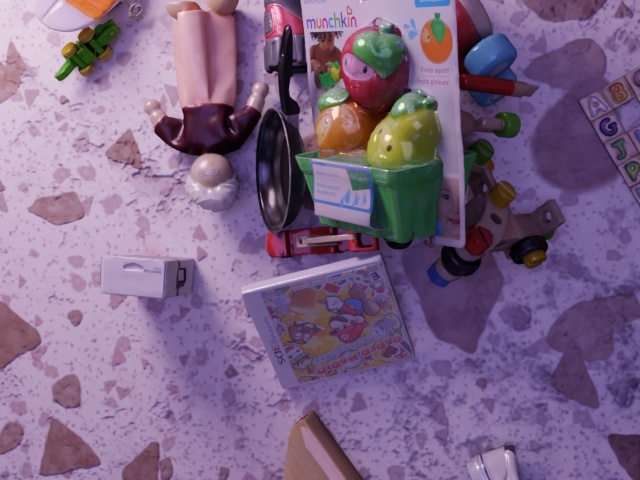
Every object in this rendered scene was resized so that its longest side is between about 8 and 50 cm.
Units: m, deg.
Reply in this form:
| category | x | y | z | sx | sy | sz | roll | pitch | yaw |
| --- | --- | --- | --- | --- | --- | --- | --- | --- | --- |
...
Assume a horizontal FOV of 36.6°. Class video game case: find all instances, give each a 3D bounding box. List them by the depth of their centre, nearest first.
| category | x | y | z | sx | sy | sz | roll | pitch | yaw |
| --- | --- | --- | --- | --- | --- | --- | --- | --- | --- |
| video game case | 0.015 | 0.131 | 1.526 | 0.227 | 0.026 | 0.206 | -15 | 121 | 10 |

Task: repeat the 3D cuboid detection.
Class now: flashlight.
| category | x | y | z | sx | sy | sz | roll | pitch | yaw |
| --- | --- | --- | --- | --- | --- | --- | --- | --- | --- |
| flashlight | -0.045 | -0.421 | 1.556 | 0.103 | 0.103 | 0.304 | -2 | 86 | 15 |

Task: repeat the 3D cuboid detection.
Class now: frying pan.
| category | x | y | z | sx | sy | sz | roll | pitch | yaw |
| --- | --- | --- | --- | --- | --- | --- | --- | --- | --- |
| frying pan | -0.062 | -0.172 | 1.506 | 0.053 | 0.197 | 0.326 | -2 | 104 | -19 |

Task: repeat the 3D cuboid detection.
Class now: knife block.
| category | x | y | z | sx | sy | sz | roll | pitch | yaw |
| --- | --- | --- | --- | --- | --- | --- | --- | --- | --- |
| knife block | 0.056 | 0.430 | 1.543 | 0.242 | 0.088 | 0.275 | 9 | 91 | 9 |

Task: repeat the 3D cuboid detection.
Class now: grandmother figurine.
| category | x | y | z | sx | sy | sz | roll | pitch | yaw |
| --- | --- | --- | --- | --- | --- | --- | --- | --- | --- |
| grandmother figurine | -0.189 | -0.215 | 1.579 | 0.208 | 0.104 | 0.342 | -7 | 87 | 19 |

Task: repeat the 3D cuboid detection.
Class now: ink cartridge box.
| category | x | y | z | sx | sy | sz | roll | pitch | yaw |
| --- | --- | --- | --- | --- | --- | --- | --- | --- | --- |
| ink cartridge box | -0.278 | 0.057 | 1.567 | 0.109 | 0.150 | 0.063 | 4 | 91 | 10 |

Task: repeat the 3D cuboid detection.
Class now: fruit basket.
| category | x | y | z | sx | sy | sz | roll | pitch | yaw |
| --- | --- | --- | --- | --- | --- | --- | --- | --- | --- |
| fruit basket | 0.069 | -0.179 | 1.315 | 0.165 | 0.327 | 0.353 | -22 | 112 | -31 |

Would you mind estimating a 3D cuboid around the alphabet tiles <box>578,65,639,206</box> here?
| category | x | y | z | sx | sy | sz | roll | pitch | yaw |
| --- | --- | --- | --- | --- | --- | --- | --- | --- | --- |
| alphabet tiles | 0.552 | -0.190 | 1.491 | 0.237 | 0.009 | 0.198 | -30 | 85 | 9 |

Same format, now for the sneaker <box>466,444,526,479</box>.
| category | x | y | z | sx | sy | sz | roll | pitch | yaw |
| --- | --- | --- | --- | --- | --- | --- | --- | --- | --- |
| sneaker | 0.323 | 0.439 | 1.492 | 0.091 | 0.094 | 0.258 | -30 | 85 | 13 |

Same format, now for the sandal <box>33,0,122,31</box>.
| category | x | y | z | sx | sy | sz | roll | pitch | yaw |
| --- | --- | --- | --- | --- | --- | --- | --- | --- | --- |
| sandal | -0.359 | -0.436 | 1.624 | 0.102 | 0.076 | 0.265 | 45 | 76 | -2 |

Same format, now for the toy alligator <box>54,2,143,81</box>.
| category | x | y | z | sx | sy | sz | roll | pitch | yaw |
| --- | --- | --- | --- | --- | --- | --- | --- | --- | --- |
| toy alligator | -0.378 | -0.341 | 1.637 | 0.190 | 0.056 | 0.051 | -41 | 41 | 3 |

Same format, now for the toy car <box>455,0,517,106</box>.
| category | x | y | z | sx | sy | sz | roll | pitch | yaw |
| --- | --- | --- | --- | --- | --- | --- | --- | --- | --- |
| toy car | 0.136 | -0.272 | 1.454 | 0.238 | 0.210 | 0.219 | -35 | 75 | 3 |

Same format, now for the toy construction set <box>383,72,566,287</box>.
| category | x | y | z | sx | sy | sz | roll | pitch | yaw |
| --- | --- | --- | --- | --- | --- | --- | --- | --- | --- |
| toy construction set | 0.257 | -0.090 | 1.446 | 0.257 | 0.237 | 0.309 | 53 | 133 | 45 |

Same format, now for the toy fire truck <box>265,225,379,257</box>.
| category | x | y | z | sx | sy | sz | roll | pitch | yaw |
| --- | --- | --- | --- | --- | --- | --- | --- | --- | --- |
| toy fire truck | 0.000 | 0.000 | 1.525 | 0.192 | 0.135 | 0.047 | -5 | 89 | 9 |
